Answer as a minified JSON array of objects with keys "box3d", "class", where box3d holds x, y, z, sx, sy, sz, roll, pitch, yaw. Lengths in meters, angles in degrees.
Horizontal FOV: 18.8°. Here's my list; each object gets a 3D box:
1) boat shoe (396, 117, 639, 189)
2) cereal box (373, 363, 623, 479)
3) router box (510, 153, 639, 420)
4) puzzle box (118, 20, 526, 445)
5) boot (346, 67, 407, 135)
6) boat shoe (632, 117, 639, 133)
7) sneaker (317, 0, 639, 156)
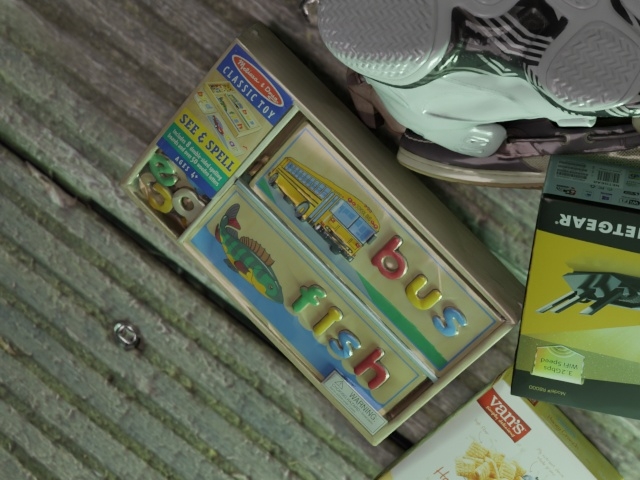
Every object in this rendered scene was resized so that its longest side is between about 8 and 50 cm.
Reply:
[{"box3d":[0.215,-0.098,1.867,0.285,0.103,0.092,6,106,18],"class":"boat shoe"},{"box3d":[0.184,0.263,2.083,0.173,0.047,0.240,46,125,1],"class":"cereal box"},{"box3d":[0.347,0.062,1.823,0.309,0.081,0.243,10,127,9],"class":"router box"},{"box3d":[0.000,0.000,2.034,0.409,0.052,0.272,45,131,2],"class":"puzzle box"},{"box3d":[0.079,-0.153,1.944,0.118,0.042,0.087,8,114,24],"class":"boot"},{"box3d":[0.345,-0.122,1.752,0.103,0.113,0.302,-51,56,54],"class":"boat shoe"},{"box3d":[0.191,-0.160,1.733,0.366,0.210,0.137,9,77,15],"class":"sneaker"}]
